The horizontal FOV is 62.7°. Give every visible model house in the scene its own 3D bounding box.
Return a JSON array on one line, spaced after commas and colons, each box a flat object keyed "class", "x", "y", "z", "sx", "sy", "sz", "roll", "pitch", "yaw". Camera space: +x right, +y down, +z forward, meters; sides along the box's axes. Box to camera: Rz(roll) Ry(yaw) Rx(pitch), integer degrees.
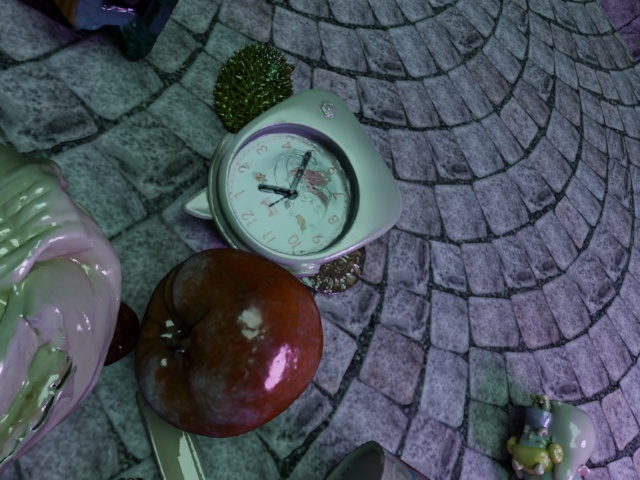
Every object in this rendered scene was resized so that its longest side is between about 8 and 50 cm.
[{"class": "model house", "x": -0.346, "y": -0.421, "z": 0.718, "sx": 0.248, "sy": 0.280, "sz": 0.230, "roll": -10, "pitch": 75, "yaw": -40}]

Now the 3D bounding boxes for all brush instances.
[{"class": "brush", "x": -0.164, "y": 0.340, "z": 0.675, "sx": 0.060, "sy": 0.050, "sz": 0.321, "roll": -13, "pitch": 71, "yaw": -32}]

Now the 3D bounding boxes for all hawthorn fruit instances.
[{"class": "hawthorn fruit", "x": -0.105, "y": 0.117, "z": 0.681, "sx": 0.231, "sy": 0.235, "sz": 0.263, "roll": 51, "pitch": 46, "yaw": 6}]

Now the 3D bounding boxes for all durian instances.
[{"class": "durian", "x": -0.107, "y": -0.282, "z": 0.930, "sx": 0.137, "sy": 0.095, "sz": 0.221, "roll": 27, "pitch": 54, "yaw": -21}]

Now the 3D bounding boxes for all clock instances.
[{"class": "clock", "x": -0.050, "y": -0.073, "z": 0.838, "sx": 0.324, "sy": 0.108, "sz": 0.265, "roll": -31, "pitch": 91, "yaw": -23}]

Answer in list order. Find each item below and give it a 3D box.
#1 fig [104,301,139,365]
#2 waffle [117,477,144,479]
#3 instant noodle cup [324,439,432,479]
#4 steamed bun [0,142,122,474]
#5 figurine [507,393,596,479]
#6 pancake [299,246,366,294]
[{"class": "fig", "x": -0.295, "y": 0.100, "z": 0.677, "sx": 0.125, "sy": 0.089, "sz": 0.089, "roll": 37, "pitch": 51, "yaw": 20}, {"class": "waffle", "x": -0.233, "y": 0.334, "z": 0.640, "sx": 0.075, "sy": 0.029, "sz": 0.083, "roll": 13, "pitch": 67, "yaw": -24}, {"class": "instant noodle cup", "x": 0.107, "y": 0.419, "z": 0.704, "sx": 0.231, "sy": 0.243, "sz": 0.243, "roll": 41, "pitch": 55, "yaw": -3}, {"class": "steamed bun", "x": -0.369, "y": 0.083, "z": 0.537, "sx": 0.346, "sy": 0.237, "sz": 0.394, "roll": -20, "pitch": 60, "yaw": -5}, {"class": "figurine", "x": 0.419, "y": 0.419, "z": 0.956, "sx": 0.155, "sy": 0.127, "sz": 0.236, "roll": 44, "pitch": 55, "yaw": -32}, {"class": "pancake", "x": 0.001, "y": 0.000, "z": 0.926, "sx": 0.199, "sy": 0.021, "sz": 0.199, "roll": 12, "pitch": 65, "yaw": -27}]
